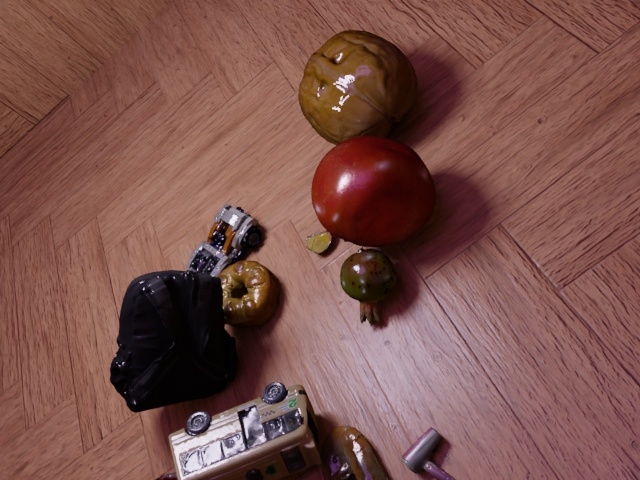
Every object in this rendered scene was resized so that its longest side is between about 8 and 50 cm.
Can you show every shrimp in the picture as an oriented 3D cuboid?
[{"bbox_3d":[0.086,0.574,1.539,0.152,0.063,0.287,-45,44,7],"label":"shrimp"}]

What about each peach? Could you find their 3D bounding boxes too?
[{"bbox_3d":[0.000,0.000,1.952,0.077,0.050,0.083,30,92,19],"label":"peach"}]

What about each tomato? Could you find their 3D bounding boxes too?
[{"bbox_3d":[0.142,-0.130,1.739,0.293,0.324,0.290,-100,19,-56],"label":"tomato"}]

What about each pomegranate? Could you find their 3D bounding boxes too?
[{"bbox_3d":[0.131,0.119,1.731,0.159,0.159,0.205,-4,90,33],"label":"pomegranate"}]

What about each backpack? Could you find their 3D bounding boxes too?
[{"bbox_3d":[-0.414,0.271,1.808,0.363,0.446,0.255,-10,31,-25],"label":"backpack"}]

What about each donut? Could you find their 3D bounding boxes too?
[{"bbox_3d":[-0.233,0.166,1.973,0.226,0.114,0.227,-18,55,27],"label":"donut"}]

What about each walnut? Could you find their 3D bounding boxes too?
[{"bbox_3d":[0.107,-0.466,1.984,0.354,0.308,0.398,-50,46,2],"label":"walnut"}]

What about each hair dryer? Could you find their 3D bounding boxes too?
[{"bbox_3d":[0.271,0.517,1.464,0.106,0.054,0.154,-45,57,-2],"label":"hair dryer"}]

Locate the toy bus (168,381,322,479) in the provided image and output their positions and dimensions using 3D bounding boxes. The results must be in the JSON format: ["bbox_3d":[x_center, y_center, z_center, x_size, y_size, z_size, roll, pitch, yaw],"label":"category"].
[{"bbox_3d":[-0.178,0.517,1.610,0.365,0.177,0.202,-21,41,-6],"label":"toy bus"}]

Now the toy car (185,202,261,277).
[{"bbox_3d":[-0.327,0.029,2.125,0.193,0.118,0.301,31,85,40],"label":"toy car"}]

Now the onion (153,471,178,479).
[{"bbox_3d":[-0.362,0.710,1.681,0.206,0.207,0.216,-25,57,25],"label":"onion"}]
